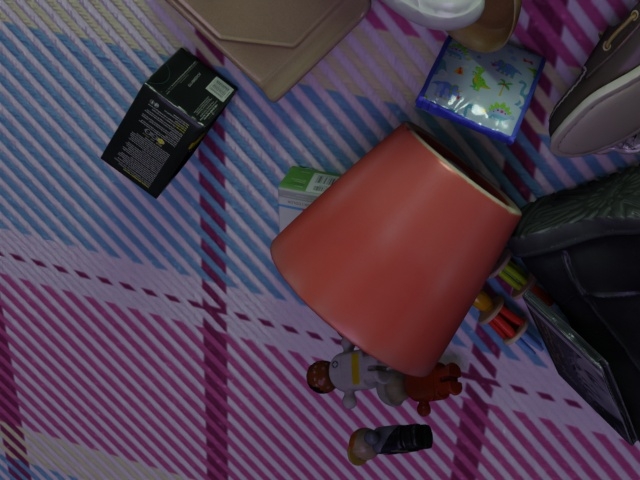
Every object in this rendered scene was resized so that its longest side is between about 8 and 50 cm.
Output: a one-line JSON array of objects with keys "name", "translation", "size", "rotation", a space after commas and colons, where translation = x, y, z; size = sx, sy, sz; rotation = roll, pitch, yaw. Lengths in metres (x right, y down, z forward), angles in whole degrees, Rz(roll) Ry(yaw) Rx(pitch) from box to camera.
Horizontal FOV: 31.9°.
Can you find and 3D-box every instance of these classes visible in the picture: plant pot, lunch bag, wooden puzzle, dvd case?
[{"name": "plant pot", "translation": [0.110, -0.003, 1.452], "size": [0.275, 0.275, 0.243], "rotation": [37, 103, -6]}, {"name": "lunch bag", "translation": [0.193, -0.182, 1.368], "size": [0.129, 0.151, 0.096], "rotation": [23, 130, 5]}, {"name": "wooden puzzle", "translation": [-0.077, -0.326, 1.452], "size": [0.238, 0.044, 0.221], "rotation": [45, 129, -7]}, {"name": "plant pot", "translation": [0.158, -0.327, 1.273], "size": [0.236, 0.032, 0.236], "rotation": [53, 163, 23]}, {"name": "dvd case", "translation": [0.357, 0.177, 1.536], "size": [0.018, 0.164, 0.221], "rotation": [-37, 136, -4]}]

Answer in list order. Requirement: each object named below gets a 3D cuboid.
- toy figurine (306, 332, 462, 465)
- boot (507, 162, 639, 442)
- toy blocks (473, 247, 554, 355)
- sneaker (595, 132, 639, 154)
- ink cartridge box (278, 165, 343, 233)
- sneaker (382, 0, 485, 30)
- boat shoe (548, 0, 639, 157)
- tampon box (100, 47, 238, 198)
[{"name": "toy figurine", "translation": [0.089, 0.205, 1.664], "size": [0.148, 0.209, 0.213], "rotation": [-14, 117, 37]}, {"name": "boot", "translation": [0.489, 0.112, 1.438], "size": [0.367, 0.146, 0.445], "rotation": [-14, 116, 53]}, {"name": "toy blocks", "translation": [0.283, 0.094, 1.599], "size": [0.148, 0.054, 0.123], "rotation": [39, 128, -10]}, {"name": "sneaker", "translation": [0.376, -0.130, 1.407], "size": [0.083, 0.032, 0.037], "rotation": [-4, 123, 24]}, {"name": "ink cartridge box", "translation": [0.000, 0.000, 1.643], "size": [0.109, 0.062, 0.209], "rotation": [11, 129, 14]}, {"name": "sneaker", "translation": [0.078, -0.368, 1.192], "size": [0.292, 0.108, 0.169], "rotation": [55, 167, 23]}, {"name": "boat shoe", "translation": [0.377, -0.218, 1.300], "size": [0.117, 0.096, 0.324], "rotation": [5, 145, -33]}, {"name": "tampon box", "translation": [-0.213, -0.164, 1.572], "size": [0.101, 0.120, 0.161], "rotation": [37, 130, -5]}]
